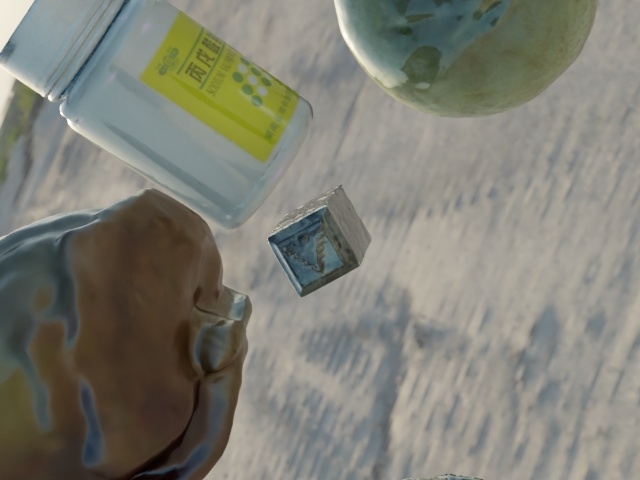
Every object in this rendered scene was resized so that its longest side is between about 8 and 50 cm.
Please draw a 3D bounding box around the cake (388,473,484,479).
[{"bbox_3d":[0.021,0.287,0.855,0.172,0.158,0.283,9,114,45],"label":"cake"}]

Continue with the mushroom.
[{"bbox_3d":[0.192,-0.329,1.879,0.352,0.352,0.260,-63,-7,18],"label":"mushroom"}]

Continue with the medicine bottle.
[{"bbox_3d":[-0.145,-0.132,1.247,0.143,0.258,0.143,-53,13,17],"label":"medicine bottle"}]

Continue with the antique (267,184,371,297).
[{"bbox_3d":[0.000,0.000,1.744,0.088,0.086,0.183,-29,6,12],"label":"antique"}]

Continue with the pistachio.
[{"bbox_3d":[-0.119,0.053,0.591,0.165,0.210,0.130,38,140,35],"label":"pistachio"}]
